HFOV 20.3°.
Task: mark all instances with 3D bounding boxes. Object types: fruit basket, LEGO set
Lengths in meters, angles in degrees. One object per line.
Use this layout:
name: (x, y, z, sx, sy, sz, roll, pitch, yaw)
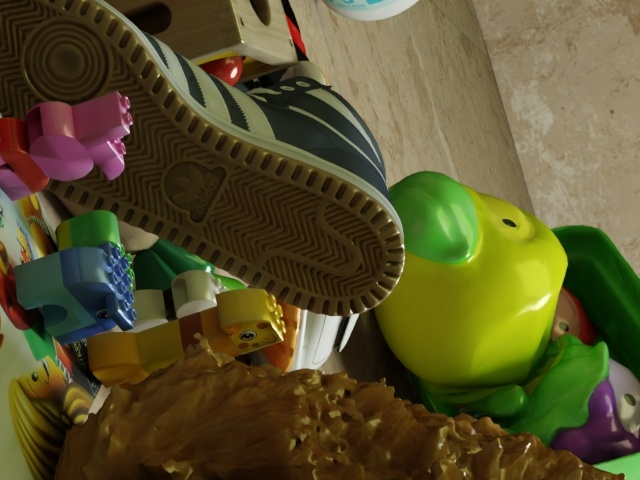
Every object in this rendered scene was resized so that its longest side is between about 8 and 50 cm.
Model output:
fruit basket: (0.181, 0.079, 1.609, 0.392, 0.282, 0.392, 168, -90, -81)
LEGO set: (-0.075, 0.020, 0.863, 0.227, 0.093, 0.087, 58, 17, -56)

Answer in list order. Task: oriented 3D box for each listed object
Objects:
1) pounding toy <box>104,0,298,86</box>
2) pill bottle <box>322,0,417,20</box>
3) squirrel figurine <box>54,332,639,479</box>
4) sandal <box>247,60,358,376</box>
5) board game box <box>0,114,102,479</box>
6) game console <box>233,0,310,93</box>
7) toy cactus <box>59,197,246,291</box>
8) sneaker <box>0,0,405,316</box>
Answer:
pounding toy: (-0.081, -0.137, 1.067, 0.206, 0.181, 0.094, 0, 73, -76)
pill bottle: (0.020, -0.341, 1.791, 0.264, 0.146, 0.146, 49, 27, -59)
squirrel figurine: (0.073, 0.194, 0.748, 0.397, 0.370, 0.281, -94, -179, -51)
sandal: (0.003, 0.005, 1.216, 0.102, 0.076, 0.265, -117, -149, -53)
board game box: (-0.189, -0.028, 0.778, 0.193, 0.053, 0.305, -75, 146, -66)
game console: (-0.092, -0.206, 1.406, 0.386, 0.060, 0.342, 45, 25, -64)
toy cactus: (-0.087, 0.004, 1.081, 0.180, 0.112, 0.219, 43, 39, -45)
sneaker: (-0.079, -0.068, 0.994, 0.282, 0.099, 0.153, 32, 18, -8)
